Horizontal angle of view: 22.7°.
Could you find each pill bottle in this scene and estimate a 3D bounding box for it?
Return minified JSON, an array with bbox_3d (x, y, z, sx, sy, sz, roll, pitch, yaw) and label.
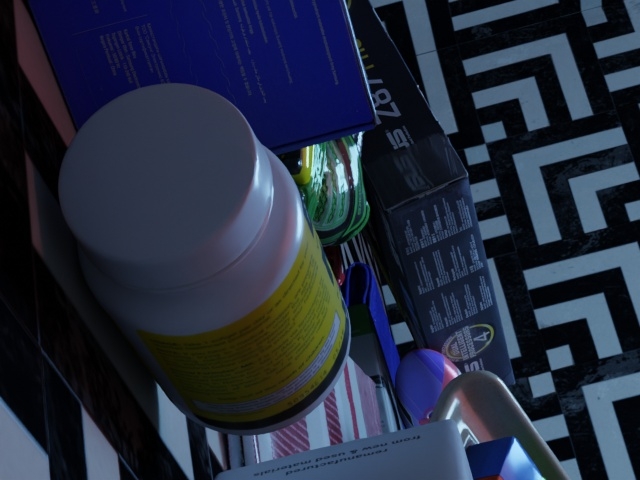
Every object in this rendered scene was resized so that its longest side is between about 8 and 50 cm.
[{"bbox_3d":[-0.058,0.014,0.840,0.208,0.119,0.119,68,9,-61],"label":"pill bottle"}]

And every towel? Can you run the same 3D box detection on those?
[{"bbox_3d":[-0.008,0.161,1.255,0.329,0.037,0.237,50,25,-54],"label":"towel"},{"bbox_3d":[0.066,0.211,2.110,0.228,0.076,0.308,-89,166,-48],"label":"towel"}]

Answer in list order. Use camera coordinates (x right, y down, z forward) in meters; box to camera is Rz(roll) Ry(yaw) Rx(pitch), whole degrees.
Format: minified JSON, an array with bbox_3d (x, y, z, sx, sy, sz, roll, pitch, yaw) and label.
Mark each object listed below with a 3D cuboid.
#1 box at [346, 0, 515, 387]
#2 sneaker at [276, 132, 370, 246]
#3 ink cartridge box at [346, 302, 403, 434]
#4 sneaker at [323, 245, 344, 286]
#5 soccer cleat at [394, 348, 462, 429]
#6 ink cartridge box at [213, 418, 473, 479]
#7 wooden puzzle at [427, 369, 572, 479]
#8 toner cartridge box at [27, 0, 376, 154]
[{"bbox_3d":[0.086,-0.047,1.680,0.395,0.097,0.318,69,-5,-54],"label":"box"},{"bbox_3d":[-0.037,-0.149,1.324,0.146,0.134,0.344,21,59,-52],"label":"sneaker"},{"bbox_3d":[0.039,0.195,1.655,0.208,0.086,0.153,-100,174,-51],"label":"ink cartridge box"},{"bbox_3d":[0.000,0.000,1.828,0.221,0.087,0.128,-35,109,-84],"label":"sneaker"},{"bbox_3d":[0.130,0.232,1.631,0.095,0.083,0.248,-76,155,-71],"label":"soccer cleat"},{"bbox_3d":[0.042,0.307,0.826,0.395,0.166,0.285,-87,161,-74],"label":"ink cartridge box"},{"bbox_3d":[0.159,0.325,1.274,0.322,0.080,0.348,55,44,-23],"label":"wooden puzzle"},{"bbox_3d":[-0.091,-0.202,0.839,0.075,0.165,0.348,-99,174,-58],"label":"toner cartridge box"}]
